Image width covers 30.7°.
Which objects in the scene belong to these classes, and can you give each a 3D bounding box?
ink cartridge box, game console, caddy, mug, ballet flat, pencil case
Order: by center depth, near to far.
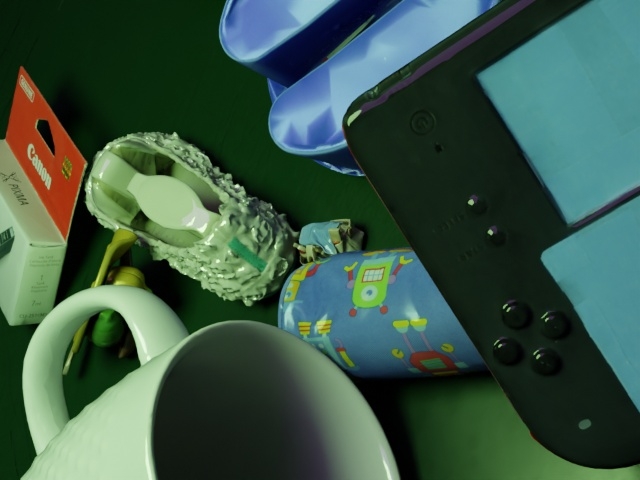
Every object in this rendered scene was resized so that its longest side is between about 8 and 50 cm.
[{"bbox_3d":[0.254,-0.048,0.821,0.386,0.342,0.060,-32,6,18],"label":"game console"},{"bbox_3d":[0.107,0.051,1.027,0.306,0.119,0.133,-13,59,37],"label":"pencil case"},{"bbox_3d":[-0.153,0.219,1.044,0.328,0.276,0.374,-35,75,37],"label":"mug"},{"bbox_3d":[0.071,-0.213,1.155,0.341,0.179,0.241,-35,74,24],"label":"caddy"},{"bbox_3d":[-0.180,-0.055,1.330,0.409,0.147,0.147,25,88,46],"label":"ballet flat"},{"bbox_3d":[-0.397,-0.064,1.519,0.275,0.060,0.239,49,130,44],"label":"ink cartridge box"}]

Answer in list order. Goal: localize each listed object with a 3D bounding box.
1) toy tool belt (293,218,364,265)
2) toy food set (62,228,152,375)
[{"bbox_3d":[0.000,0.000,1.197,0.083,0.051,0.052,-6,66,40],"label":"toy tool belt"},{"bbox_3d":[-0.232,0.076,1.336,0.218,0.071,0.128,124,164,-57],"label":"toy food set"}]
